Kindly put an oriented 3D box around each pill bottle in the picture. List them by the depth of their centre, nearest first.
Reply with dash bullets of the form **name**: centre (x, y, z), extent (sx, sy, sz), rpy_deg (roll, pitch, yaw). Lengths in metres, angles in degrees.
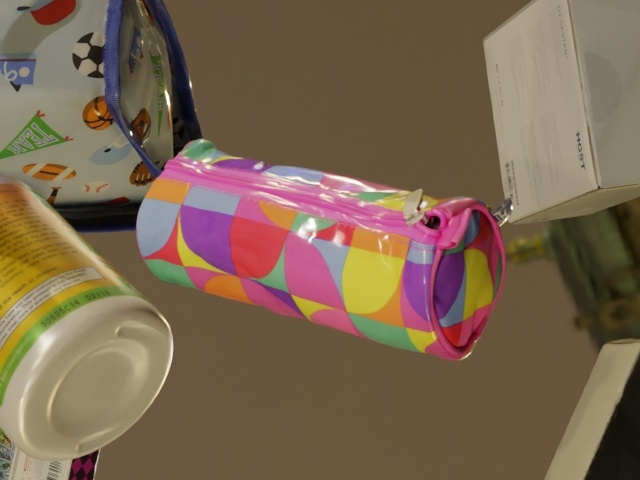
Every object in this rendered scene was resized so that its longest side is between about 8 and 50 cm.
- **pill bottle**: centre (-0.231, 0.036, 1.216), extent (0.245, 0.136, 0.136), rpy_deg (41, -176, 33)

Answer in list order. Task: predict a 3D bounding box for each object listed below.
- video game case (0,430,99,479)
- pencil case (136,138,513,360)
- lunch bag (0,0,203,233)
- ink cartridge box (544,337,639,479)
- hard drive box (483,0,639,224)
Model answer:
- **video game case**: centre (-0.318, 0.282, 1.651), extent (0.042, 0.210, 0.232), rpy_deg (12, -92, -49)
- **pencil case**: centre (0.000, 0.000, 1.008), extent (0.104, 0.236, 0.104), rpy_deg (-22, -63, -53)
- **lunch bag**: centre (-0.303, -0.127, 1.684), extent (0.385, 0.328, 0.239), rpy_deg (70, -160, -70)
- **ink cartridge box**: centre (0.192, 0.265, 1.059), extent (0.175, 0.069, 0.371), rpy_deg (29, -101, -12)
- **hard drive box**: centre (0.226, -0.119, 1.443), extent (0.232, 0.089, 0.181), rpy_deg (153, 109, -78)
